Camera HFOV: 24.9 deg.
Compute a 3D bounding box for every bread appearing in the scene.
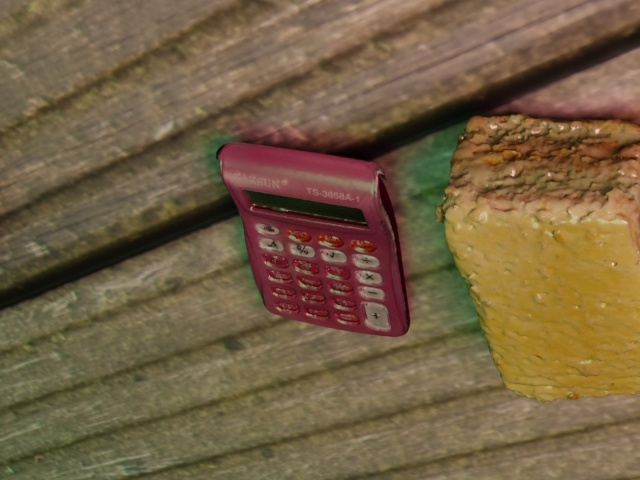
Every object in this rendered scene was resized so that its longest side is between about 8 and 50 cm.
[{"bbox_3d":[0.163,0.014,0.946,0.138,0.102,0.196,2,137,30],"label":"bread"}]

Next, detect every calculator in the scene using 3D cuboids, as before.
[{"bbox_3d":[0.000,0.000,1.073,0.126,0.034,0.190,9,142,19],"label":"calculator"}]
